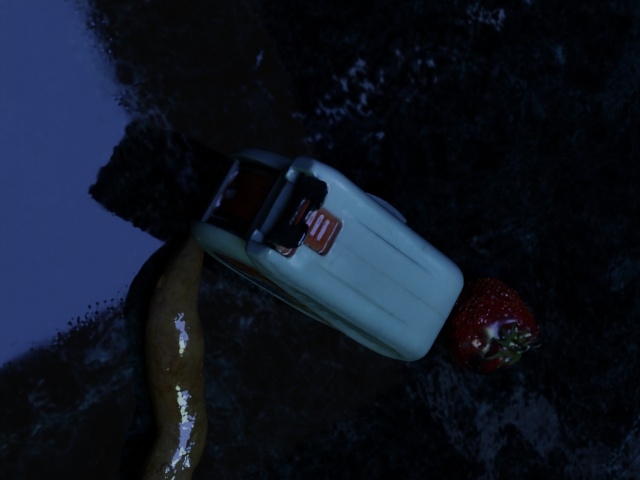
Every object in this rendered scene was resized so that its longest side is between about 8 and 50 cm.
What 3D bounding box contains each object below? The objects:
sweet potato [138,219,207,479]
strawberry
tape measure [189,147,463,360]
[{"bbox_3d":[-0.139,0.123,1.308,0.067,0.059,0.281,-3,101,-36],"label":"sweet potato"},{"bbox_3d":[0.178,0.090,1.456,0.106,0.106,0.106,-5,101,-27],"label":"strawberry"},{"bbox_3d":[0.001,0.001,1.256,0.243,0.246,0.125,36,82,-38],"label":"tape measure"}]
